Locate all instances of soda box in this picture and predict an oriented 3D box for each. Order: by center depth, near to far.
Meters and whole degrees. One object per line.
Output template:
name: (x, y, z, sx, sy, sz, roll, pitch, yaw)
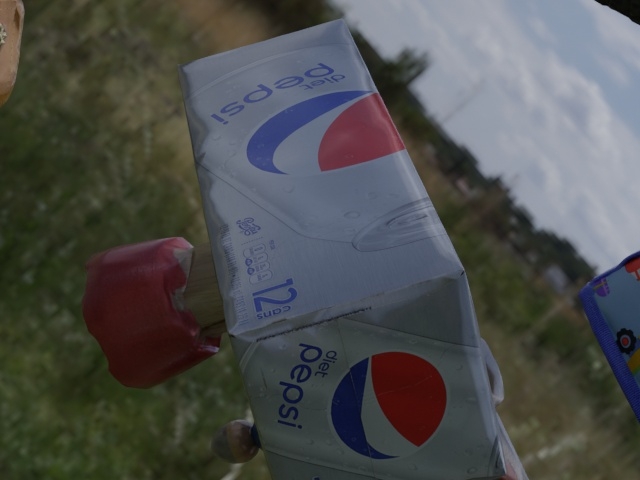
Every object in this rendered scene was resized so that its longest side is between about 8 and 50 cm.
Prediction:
soda box: (0.000, 0.000, 0.744, 0.286, 0.091, 0.098, -107, -178, -63)

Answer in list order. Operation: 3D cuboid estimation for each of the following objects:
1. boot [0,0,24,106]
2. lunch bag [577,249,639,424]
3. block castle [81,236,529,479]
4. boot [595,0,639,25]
boot: (-0.240, -0.060, 0.922, 0.211, 0.104, 0.295, -14, 106, -62)
lunch bag: (0.319, 0.083, 1.110, 0.293, 0.221, 0.138, 62, 20, 10)
block castle: (-0.003, 0.234, 0.977, 0.303, 0.213, 0.453, 41, 35, -55)
boot: (0.293, -0.181, 0.968, 0.338, 0.118, 0.223, 27, 34, 16)
